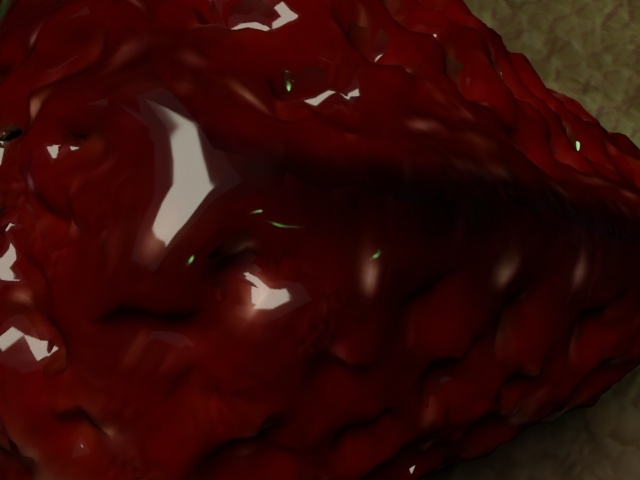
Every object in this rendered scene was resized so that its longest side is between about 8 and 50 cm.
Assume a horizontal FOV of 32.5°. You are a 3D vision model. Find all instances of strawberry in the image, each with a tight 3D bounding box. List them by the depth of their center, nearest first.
[{"bbox_3d":[0.000,0.000,0.513,0.345,0.317,0.295,10,100,-20],"label":"strawberry"}]
